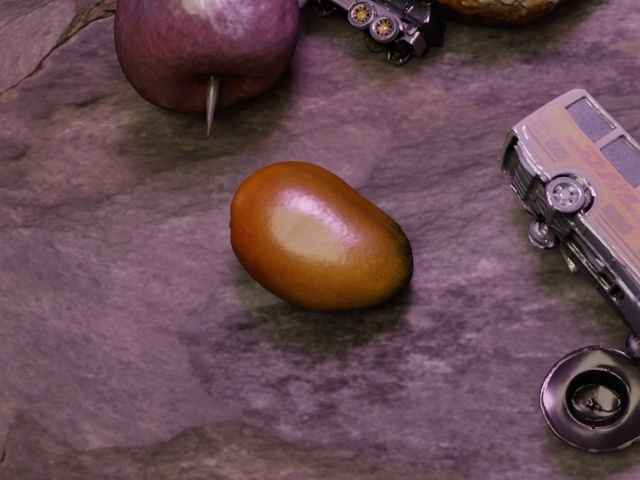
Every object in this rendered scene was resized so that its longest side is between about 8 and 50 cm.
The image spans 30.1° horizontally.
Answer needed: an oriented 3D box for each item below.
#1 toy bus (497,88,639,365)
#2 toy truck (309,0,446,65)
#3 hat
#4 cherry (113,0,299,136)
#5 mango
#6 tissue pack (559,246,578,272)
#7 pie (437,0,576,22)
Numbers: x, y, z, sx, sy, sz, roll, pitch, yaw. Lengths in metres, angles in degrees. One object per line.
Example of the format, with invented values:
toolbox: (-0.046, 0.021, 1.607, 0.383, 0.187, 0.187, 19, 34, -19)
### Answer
toy bus: (0.320, 0.006, 1.203, 0.138, 0.097, 0.342, -34, 70, -18)
toy truck: (0.060, -0.287, 1.416, 0.192, 0.083, 0.092, 37, 90, 23)
hat: (0.287, 0.166, 1.226, 0.121, 0.050, 0.121, -3, 78, 12)
cherry: (-0.134, -0.259, 1.399, 0.236, 0.213, 0.285, -9, 71, 31)
mango: (-0.005, 0.004, 1.339, 0.221, 0.120, 0.151, 38, 89, 17)
tissue pack: (0.308, -0.012, 1.283, 0.108, 0.023, 0.056, -28, 70, 10)
pie: (0.200, -0.372, 1.350, 0.308, 0.085, 0.308, 0, 68, 0)
